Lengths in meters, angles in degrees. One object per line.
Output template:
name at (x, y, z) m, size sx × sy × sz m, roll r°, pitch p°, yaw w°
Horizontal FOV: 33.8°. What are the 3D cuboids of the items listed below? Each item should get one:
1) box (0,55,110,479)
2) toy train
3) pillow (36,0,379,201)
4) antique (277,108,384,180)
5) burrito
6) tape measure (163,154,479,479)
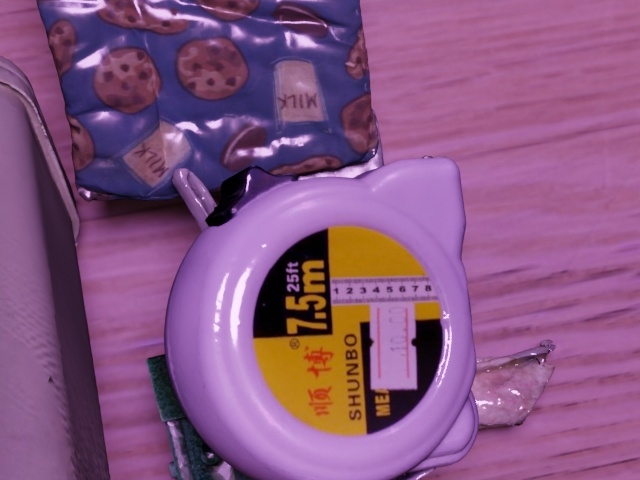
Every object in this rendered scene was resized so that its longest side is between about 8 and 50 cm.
box at (-0.289, 0.100, 0.533) m, size 0.352 × 0.177 × 0.343 m, roll -15°, pitch 50°, yaw -7°
toy train at (-0.064, 0.142, 0.669) m, size 0.071 × 0.111 × 0.170 m, roll -14°, pitch 86°, yaw -4°
pillow at (-0.066, -0.148, 0.601) m, size 0.189 × 0.034 × 0.255 m, roll -9°, pitch 111°, yaw -11°
antique at (0.000, 0.000, 0.698) m, size 0.088 × 0.086 × 0.182 m, roll -6°, pitch 86°, yaw -7°
burrito at (0.094, 0.108, 0.720) m, size 0.149 × 0.041 × 0.055 m, roll -10°, pitch 73°, yaw -7°
tape measure at (-0.001, 0.046, 0.598) m, size 0.179 × 0.105 × 0.196 m, roll 3°, pitch 83°, yaw -23°
